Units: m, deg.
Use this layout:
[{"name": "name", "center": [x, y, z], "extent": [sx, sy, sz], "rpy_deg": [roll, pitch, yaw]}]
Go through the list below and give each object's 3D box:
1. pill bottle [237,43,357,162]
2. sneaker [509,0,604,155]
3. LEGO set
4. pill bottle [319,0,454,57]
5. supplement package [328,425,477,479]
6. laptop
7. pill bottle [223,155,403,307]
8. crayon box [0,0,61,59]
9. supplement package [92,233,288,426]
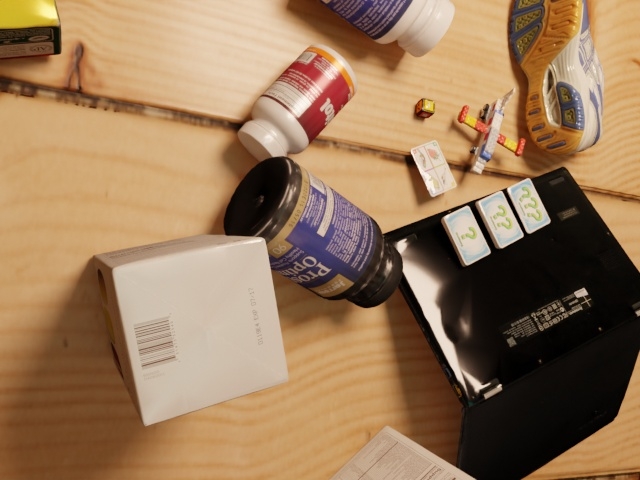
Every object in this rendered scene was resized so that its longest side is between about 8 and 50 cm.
[{"name": "pill bottle", "center": [-0.030, -0.165, 0.736], "extent": [0.086, 0.086, 0.152], "rpy_deg": [46, 75, -19]}, {"name": "sneaker", "center": [0.380, -0.282, 0.921], "extent": [0.130, 0.111, 0.297], "rpy_deg": [-9, 97, -41]}, {"name": "LEGO set", "center": [0.234, -0.109, 0.851], "extent": [0.182, 0.060, 0.245], "rpy_deg": [-23, 87, -23]}, {"name": "pill bottle", "center": [0.078, -0.325, 0.764], "extent": [0.186, 0.112, 0.112], "rpy_deg": [28, 80, -22]}, {"name": "supplement package", "center": [0.126, 0.405, 0.728], "extent": [0.198, 0.262, 0.199], "rpy_deg": [-38, 105, -19]}, {"name": "laptop", "center": [0.303, 0.155, 0.934], "extent": [0.381, 0.236, 0.408], "rpy_deg": [-20, 71, -23]}, {"name": "pill bottle", "center": [0.000, 0.000, 0.725], "extent": [0.219, 0.122, 0.123], "rpy_deg": [33, 79, -34]}, {"name": "crayon box", "center": [-0.459, -0.320, 0.526], "extent": [0.362, 0.106, 0.313], "rpy_deg": [-13, 94, -23]}, {"name": "supplement package", "center": [-0.146, 0.072, 0.604], "extent": [0.133, 0.244, 0.139], "rpy_deg": [-12, 96, -24]}]
